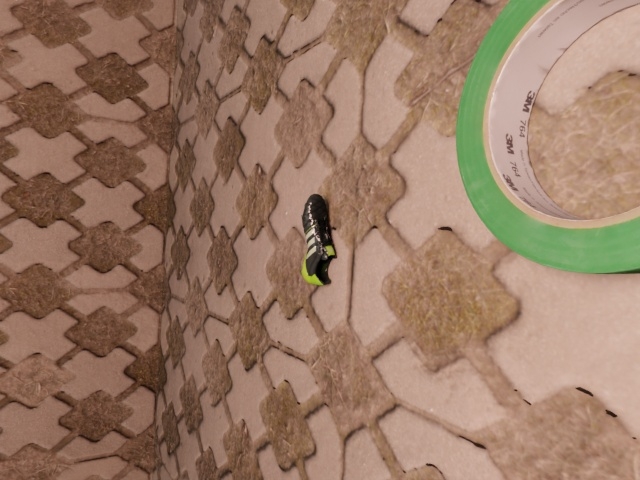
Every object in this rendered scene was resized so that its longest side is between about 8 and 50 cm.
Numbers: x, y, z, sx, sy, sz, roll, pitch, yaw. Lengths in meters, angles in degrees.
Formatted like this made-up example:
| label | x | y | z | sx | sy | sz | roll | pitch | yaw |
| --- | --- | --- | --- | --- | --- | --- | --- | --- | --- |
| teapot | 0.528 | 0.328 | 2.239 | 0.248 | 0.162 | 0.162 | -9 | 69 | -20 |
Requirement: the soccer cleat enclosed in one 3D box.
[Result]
| label | x | y | z | sx | sy | sz | roll | pitch | yaw |
| --- | --- | --- | --- | --- | --- | --- | --- | --- | --- |
| soccer cleat | 0.000 | 0.000 | 0.918 | 0.072 | 0.060 | 0.179 | 14 | 105 | 48 |

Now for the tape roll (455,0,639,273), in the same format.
| label | x | y | z | sx | sy | sz | roll | pitch | yaw |
| --- | --- | --- | --- | --- | --- | --- | --- | --- | --- |
| tape roll | 0.280 | -0.128 | 0.462 | 0.321 | 0.077 | 0.321 | -10 | 79 | 57 |
